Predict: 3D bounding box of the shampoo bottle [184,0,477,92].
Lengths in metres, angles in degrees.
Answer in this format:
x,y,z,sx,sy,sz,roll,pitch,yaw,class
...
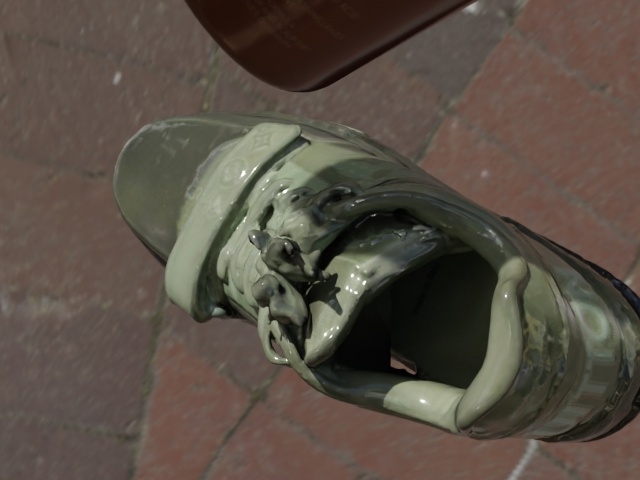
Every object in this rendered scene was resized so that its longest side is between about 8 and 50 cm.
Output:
x,y,z,sx,sy,sz,roll,pitch,yaw,class
0.069,-0.120,0.382,0.085,0.244,0.085,34,42,-38,shampoo bottle

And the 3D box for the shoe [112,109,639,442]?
x,y,z,sx,sy,sz,roll,pitch,yaw,class
-0.001,0.002,0.722,0.293,0.149,0.109,24,94,28,shoe
